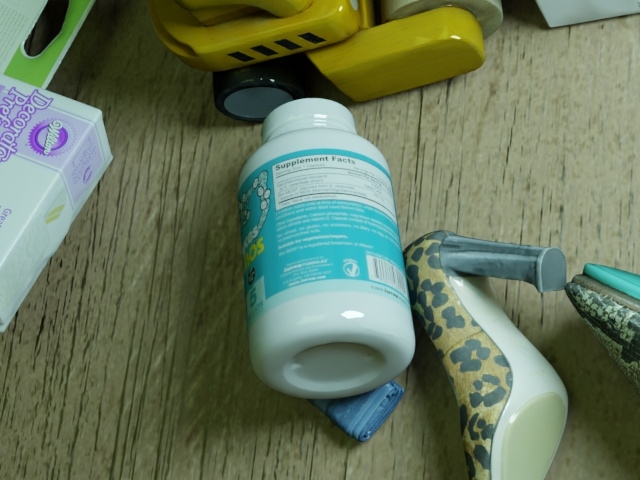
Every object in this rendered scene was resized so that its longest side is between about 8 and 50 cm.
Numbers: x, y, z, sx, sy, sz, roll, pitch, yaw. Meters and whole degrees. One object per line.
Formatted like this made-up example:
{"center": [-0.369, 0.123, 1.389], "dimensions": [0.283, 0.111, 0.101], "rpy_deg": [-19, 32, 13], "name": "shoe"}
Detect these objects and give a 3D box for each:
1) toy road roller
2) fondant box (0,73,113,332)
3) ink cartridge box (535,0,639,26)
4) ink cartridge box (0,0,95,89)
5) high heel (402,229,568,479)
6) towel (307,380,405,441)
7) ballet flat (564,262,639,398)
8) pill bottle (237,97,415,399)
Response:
{"center": [-0.011, -0.260, 1.255], "dimensions": [0.329, 0.240, 0.202], "rpy_deg": [-12, 69, 21], "name": "toy road roller"}
{"center": [-0.418, -0.076, 1.373], "dimensions": [0.330, 0.096, 0.238], "rpy_deg": [21, 61, 11], "name": "fondant box"}
{"center": [0.262, -0.342, 1.199], "dimensions": [0.168, 0.171, 0.233], "rpy_deg": [-8, 70, 22], "name": "ink cartridge box"}
{"center": [-0.368, -0.266, 1.504], "dimensions": [0.255, 0.097, 0.189], "rpy_deg": [28, 86, 15], "name": "ink cartridge box"}
{"center": [0.125, 0.124, 1.181], "dimensions": [0.186, 0.093, 0.261], "rpy_deg": [7, 89, 49], "name": "high heel"}
{"center": [0.016, 0.130, 1.237], "dimensions": [0.119, 0.029, 0.067], "rpy_deg": [38, 91, 28], "name": "towel"}
{"center": [0.406, 0.143, 0.999], "dimensions": [0.483, 0.164, 0.182], "rpy_deg": [10, 94, 24], "name": "ballet flat"}
{"center": [0.000, 0.000, 1.208], "dimensions": [0.146, 0.146, 0.264], "rpy_deg": [-19, 54, 18], "name": "pill bottle"}
